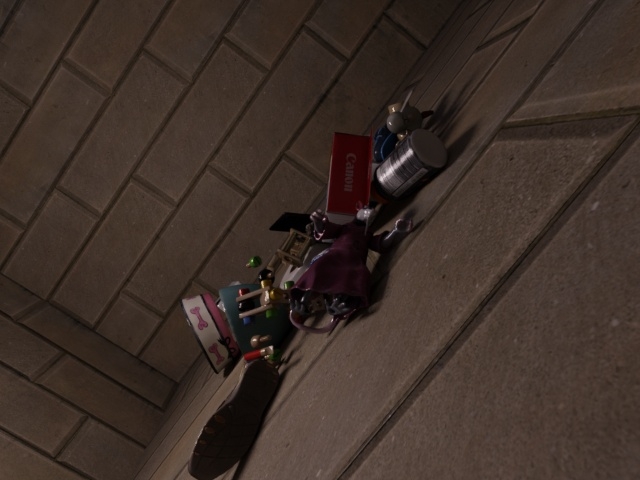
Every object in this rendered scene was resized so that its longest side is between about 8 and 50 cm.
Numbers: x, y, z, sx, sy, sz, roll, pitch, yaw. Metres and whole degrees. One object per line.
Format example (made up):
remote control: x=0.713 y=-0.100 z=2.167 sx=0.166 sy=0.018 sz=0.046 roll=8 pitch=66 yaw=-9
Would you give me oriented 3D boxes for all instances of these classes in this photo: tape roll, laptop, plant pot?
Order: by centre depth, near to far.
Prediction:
plant pot: x=-0.216 y=0.271 z=1.590 sx=0.195 sy=0.290 sz=0.290 roll=-23 pitch=4 yaw=-10
tape roll: x=-0.041 y=0.098 z=1.752 sx=0.286 sy=0.100 sz=0.286 roll=-52 pitch=10 yaw=12
laptop: x=-0.030 y=-0.183 z=2.325 sx=0.382 sy=0.408 sz=0.236 roll=148 pitch=125 yaw=-69

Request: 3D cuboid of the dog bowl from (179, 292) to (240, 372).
dog bowl: x=-0.537 y=0.441 z=2.195 sx=0.150 sy=0.408 sz=0.408 roll=-28 pitch=2 yaw=-15

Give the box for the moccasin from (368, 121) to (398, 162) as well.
moccasin: x=0.281 y=-0.412 z=1.849 sx=0.117 sy=0.137 sz=0.342 roll=5 pitch=34 yaw=29

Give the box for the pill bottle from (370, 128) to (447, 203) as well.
pill bottle: x=0.241 y=-0.201 z=1.294 sx=0.246 sy=0.130 sz=0.130 roll=-43 pitch=15 yaw=52

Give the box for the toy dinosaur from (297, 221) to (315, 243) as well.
toy dinosaur: x=-0.031 y=-0.023 z=2.204 sx=0.160 sy=0.121 sz=0.313 roll=-34 pitch=-2 yaw=7

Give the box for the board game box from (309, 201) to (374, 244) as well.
board game box: x=0.084 y=-0.084 z=1.652 sx=0.165 sy=0.042 sz=0.243 roll=3 pitch=46 yaw=33

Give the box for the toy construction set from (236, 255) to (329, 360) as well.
toy construction set: x=-0.107 y=0.211 z=1.357 sx=0.237 sy=0.257 sz=0.309 roll=-27 pitch=39 yaw=43

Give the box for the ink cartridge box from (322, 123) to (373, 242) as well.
ink cartridge box: x=0.087 y=-0.185 z=1.443 sx=0.272 sy=0.130 sz=0.309 roll=98 pitch=178 yaw=-63

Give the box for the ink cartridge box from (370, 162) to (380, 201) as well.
ink cartridge box: x=0.191 y=-0.201 z=1.629 sx=0.225 sy=0.056 sz=0.181 roll=14 pitch=62 yaw=37

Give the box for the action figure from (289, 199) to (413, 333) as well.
action figure: x=0.083 y=0.050 z=1.171 sx=0.275 sy=0.248 sz=0.370 roll=94 pitch=-161 yaw=-50

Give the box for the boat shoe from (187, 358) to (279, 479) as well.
boat shoe: x=-0.231 y=0.497 z=1.225 sx=0.355 sy=0.132 sz=0.130 roll=-51 pitch=-6 yaw=-44

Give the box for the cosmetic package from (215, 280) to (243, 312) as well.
cosmetic package: x=-0.403 y=0.338 z=2.301 sx=0.161 sy=0.230 sz=0.453 roll=-52 pitch=9 yaw=-13

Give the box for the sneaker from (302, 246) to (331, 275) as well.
sneaker: x=0.023 y=0.071 z=1.476 sx=0.296 sy=0.112 sz=0.131 roll=-42 pitch=15 yaw=51

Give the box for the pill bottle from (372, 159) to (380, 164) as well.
pill bottle: x=0.187 y=-0.274 z=1.881 sx=0.121 sy=0.121 sz=0.216 roll=-54 pitch=9 yaw=0

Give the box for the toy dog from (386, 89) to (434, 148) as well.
toy dog: x=0.336 y=-0.438 z=1.624 sx=0.161 sy=0.220 sz=0.333 roll=-17 pitch=31 yaw=18

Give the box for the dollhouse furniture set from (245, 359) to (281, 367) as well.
dollhouse furniture set: x=-0.182 y=0.402 z=1.431 sx=0.114 sy=0.091 sz=0.081 roll=-30 pitch=40 yaw=-15

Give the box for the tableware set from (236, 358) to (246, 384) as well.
tableware set: x=-0.277 y=0.505 z=1.633 sx=0.194 sy=0.039 sz=0.128 roll=134 pitch=153 yaw=-71

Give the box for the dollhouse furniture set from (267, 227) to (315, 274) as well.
dollhouse furniture set: x=-0.105 y=0.083 z=1.628 sx=0.161 sy=0.101 sz=0.182 roll=98 pitch=-161 yaw=-57
